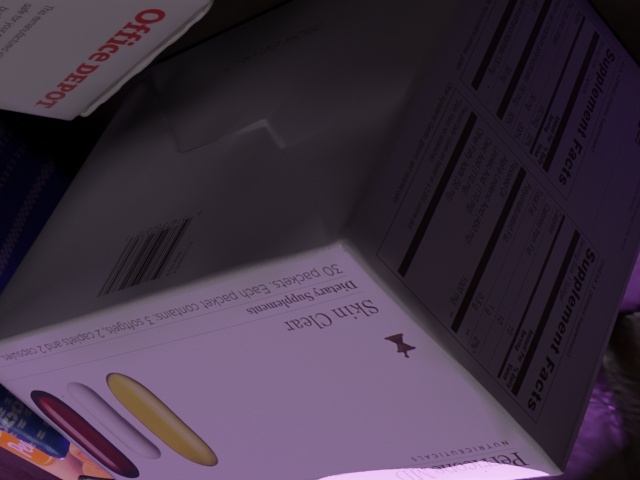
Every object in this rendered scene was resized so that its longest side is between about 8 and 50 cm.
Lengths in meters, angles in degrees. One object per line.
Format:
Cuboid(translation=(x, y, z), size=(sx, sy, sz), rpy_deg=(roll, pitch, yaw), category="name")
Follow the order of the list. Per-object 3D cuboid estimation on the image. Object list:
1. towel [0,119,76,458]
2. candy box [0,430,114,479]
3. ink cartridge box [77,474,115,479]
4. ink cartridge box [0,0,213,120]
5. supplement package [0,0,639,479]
Cuboid(translation=(-0.243, -0.052, 0.807), size=(0.336, 0.243, 0.040), rpy_deg=(38, 113, -17), category="towel")
Cuboid(translation=(-0.199, 0.065, 1.029), size=(0.316, 0.087, 0.183), rpy_deg=(30, 146, -10), category="candy box")
Cuboid(translation=(-0.026, 0.180, 0.962), size=(0.224, 0.045, 0.223), rpy_deg=(-2, 164, 0), category="ink cartridge box")
Cuboid(translation=(-0.173, -0.132, 0.678), size=(0.212, 0.093, 0.154), rpy_deg=(9, 158, -32), category="ink cartridge box")
Cuboid(translation=(0.000, 0.000, 0.716), size=(0.262, 0.204, 0.145), rpy_deg=(-17, 127, 45), category="supplement package")
